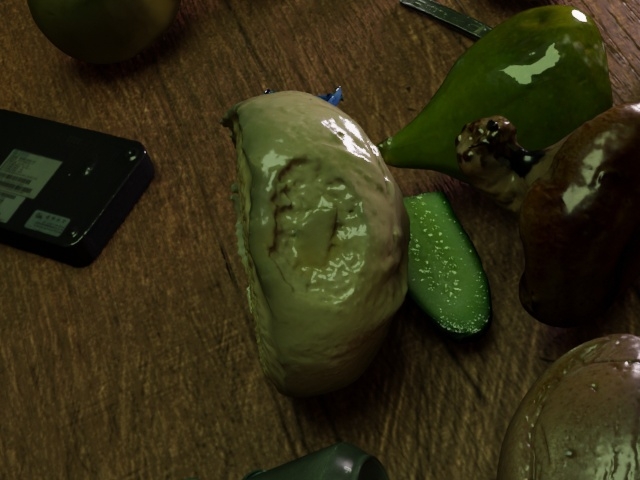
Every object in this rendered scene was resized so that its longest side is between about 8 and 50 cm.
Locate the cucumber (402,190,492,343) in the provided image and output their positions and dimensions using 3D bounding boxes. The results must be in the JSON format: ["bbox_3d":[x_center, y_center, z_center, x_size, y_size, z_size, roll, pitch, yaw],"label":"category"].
[{"bbox_3d":[0.143,0.042,1.561,0.115,0.063,0.244,-18,48,-5],"label":"cucumber"}]

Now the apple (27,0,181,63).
[{"bbox_3d":[-0.346,-0.417,1.980,0.262,0.262,0.262,-10,49,11],"label":"apple"}]

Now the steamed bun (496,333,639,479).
[{"bbox_3d":[0.264,0.264,1.232,0.199,0.251,0.301,-12,45,24],"label":"steamed bun"}]

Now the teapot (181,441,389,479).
[{"bbox_3d":[-0.037,0.306,1.356,0.225,0.171,0.203,-9,17,20],"label":"teapot"}]

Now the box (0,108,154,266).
[{"bbox_3d":[-0.436,-0.089,1.876,0.350,0.058,0.211,14,58,29],"label":"box"}]

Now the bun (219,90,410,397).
[{"bbox_3d":[0.003,-0.002,1.474,0.202,0.364,0.364,-8,48,-8],"label":"bun"}]

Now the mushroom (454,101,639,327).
[{"bbox_3d":[0.316,-0.049,1.445,0.267,0.267,0.255,-22,55,1],"label":"mushroom"}]

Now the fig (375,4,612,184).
[{"bbox_3d":[0.233,-0.174,1.617,0.314,0.233,0.233,-12,47,33],"label":"fig"}]

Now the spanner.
[{"bbox_3d":[0.235,-0.316,1.851,0.093,0.026,0.325,-41,50,-17],"label":"spanner"}]

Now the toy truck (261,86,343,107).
[{"bbox_3d":[-0.021,-0.130,1.663,0.113,0.208,0.126,3,54,20],"label":"toy truck"}]
